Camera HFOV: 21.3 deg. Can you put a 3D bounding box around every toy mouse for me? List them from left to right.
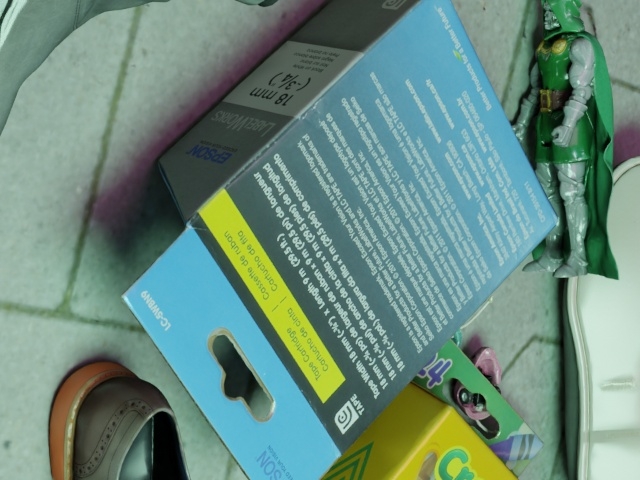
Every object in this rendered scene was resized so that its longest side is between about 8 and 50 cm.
[{"bbox_3d":[0.105,0.107,1.405,0.161,0.031,0.143,24,86,-40],"label":"toy mouse"}]

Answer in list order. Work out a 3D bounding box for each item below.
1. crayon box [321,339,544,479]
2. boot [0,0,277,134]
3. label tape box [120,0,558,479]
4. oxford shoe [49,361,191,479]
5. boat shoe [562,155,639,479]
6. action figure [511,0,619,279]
[{"bbox_3d":[0.060,0.250,1.343,0.323,0.083,0.203,-51,129,-10],"label":"crayon box"},{"bbox_3d":[-0.121,-0.153,1.021,0.223,0.118,0.338,-1,134,-33],"label":"boot"},{"bbox_3d":[0.000,0.000,1.246,0.334,0.106,0.240,-45,125,-21],"label":"label tape box"},{"bbox_3d":[-0.134,0.227,1.199,0.097,0.098,0.271,-16,111,-35],"label":"oxford shoe"},{"bbox_3d":[0.262,0.089,1.502,0.112,0.095,0.335,2,97,-3],"label":"boat shoe"},{"bbox_3d":[0.197,-0.088,1.391,0.063,0.137,0.232,-3,94,-25],"label":"action figure"}]
